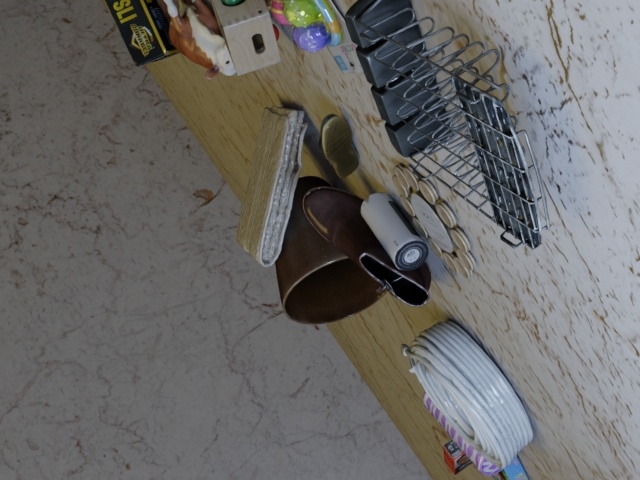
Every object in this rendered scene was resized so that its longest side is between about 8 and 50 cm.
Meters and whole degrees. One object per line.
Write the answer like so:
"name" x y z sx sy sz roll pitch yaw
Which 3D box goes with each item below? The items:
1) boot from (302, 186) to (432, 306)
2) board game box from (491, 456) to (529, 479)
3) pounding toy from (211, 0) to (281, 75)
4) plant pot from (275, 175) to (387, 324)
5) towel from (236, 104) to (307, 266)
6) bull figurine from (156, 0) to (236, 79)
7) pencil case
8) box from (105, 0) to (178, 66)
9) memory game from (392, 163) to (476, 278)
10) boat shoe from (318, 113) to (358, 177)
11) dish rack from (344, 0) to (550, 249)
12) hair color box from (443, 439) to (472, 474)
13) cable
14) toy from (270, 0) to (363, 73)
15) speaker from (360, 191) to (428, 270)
"boot" 0.071 0.003 1.450 0.248 0.090 0.207 37 -172 0
"board game box" 0.336 0.417 1.847 0.160 0.039 0.211 60 172 -27
"pounding toy" -0.100 -0.332 1.380 0.141 0.100 0.130 77 173 -61
"plant pot" 0.000 0.000 1.735 0.215 0.215 0.230 70 179 -58
"towel" -0.089 -0.106 1.715 0.187 0.049 0.282 -146 68 -69
"bull figurine" -0.243 -0.416 1.809 0.188 0.101 0.310 64 169 -26
"pencil case" 0.273 0.335 1.726 0.206 0.088 0.086 50 163 44
"box" -0.387 -0.524 1.929 0.257 0.079 0.322 -75 -37 -75
"memory game" 0.155 -0.027 1.286 0.186 0.012 0.186 55 171 13
"boat shoe" 0.020 -0.149 1.450 0.049 0.056 0.152 47 168 27
"dish rack" 0.130 -0.119 0.891 0.271 0.074 0.208 45 167 48
"hair color box" 0.310 0.464 2.061 0.043 0.072 0.141 53 172 27
"cable" 0.248 0.254 1.562 0.257 0.089 0.257 55 171 4
"toy" -0.033 -0.301 1.178 0.237 0.056 0.137 59 173 -14
"speaker" 0.108 -0.015 1.396 0.055 0.055 0.136 63 177 -40
